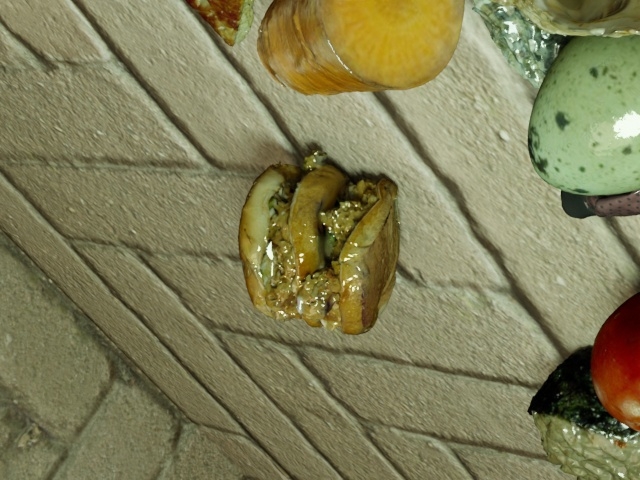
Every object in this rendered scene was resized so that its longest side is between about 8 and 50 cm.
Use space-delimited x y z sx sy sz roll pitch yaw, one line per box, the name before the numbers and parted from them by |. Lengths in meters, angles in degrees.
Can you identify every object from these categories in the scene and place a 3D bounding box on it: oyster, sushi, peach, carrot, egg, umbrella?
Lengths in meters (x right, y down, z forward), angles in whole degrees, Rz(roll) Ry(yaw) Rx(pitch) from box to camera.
oyster | 0.225 -0.239 1.564 0.199 0.087 0.252 23 142 24
sushi | 0.474 0.291 2.108 0.350 0.171 0.211 22 152 24
peach | 0.462 0.158 1.835 0.243 0.199 0.243 18 160 7
carrot | 0.023 -0.253 1.638 0.196 0.196 0.254 43 161 -20
egg | 0.307 -0.134 1.471 0.177 0.177 0.228 40 118 -14
umbrella | 0.380 -0.072 1.640 0.094 0.090 0.326 20 163 -26
oyster | 0.259 -0.258 1.402 0.232 0.162 0.107 2 164 41

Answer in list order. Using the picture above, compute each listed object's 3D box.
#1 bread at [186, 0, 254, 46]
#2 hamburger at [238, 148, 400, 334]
bread | -0.144 -0.329 1.869 0.136 0.054 0.154 29 150 8
hamburger | 0.010 0.000 2.102 0.211 0.261 0.245 7 -168 19
